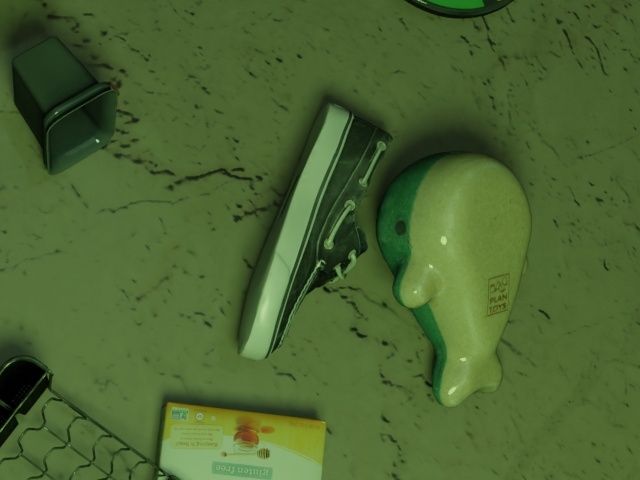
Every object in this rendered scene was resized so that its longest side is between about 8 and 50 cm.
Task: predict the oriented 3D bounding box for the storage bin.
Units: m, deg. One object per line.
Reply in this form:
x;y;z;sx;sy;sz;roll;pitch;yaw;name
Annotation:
-0.266;-0.147;1.547;0.098;0.135;0.091;-34;79;-19;storage bin

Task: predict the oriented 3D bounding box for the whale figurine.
0.137;0.039;1.625;0.216;0.141;0.272;-15;106;-47;whale figurine

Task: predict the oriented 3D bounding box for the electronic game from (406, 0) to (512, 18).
0.154;-0.370;1.751;0.229;0.048;0.229;3;78;-15;electronic game

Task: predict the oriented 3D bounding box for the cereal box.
-0.090;0.295;1.537;0.173;0.047;0.240;8;76;-12;cereal box

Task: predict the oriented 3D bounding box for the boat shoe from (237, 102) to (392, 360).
0.000;0.000;1.603;0.102;0.108;0.301;24;66;-8;boat shoe

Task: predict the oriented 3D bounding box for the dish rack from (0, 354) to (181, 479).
-0.249;0.268;1.461;0.271;0.074;0.208;35;78;7;dish rack
